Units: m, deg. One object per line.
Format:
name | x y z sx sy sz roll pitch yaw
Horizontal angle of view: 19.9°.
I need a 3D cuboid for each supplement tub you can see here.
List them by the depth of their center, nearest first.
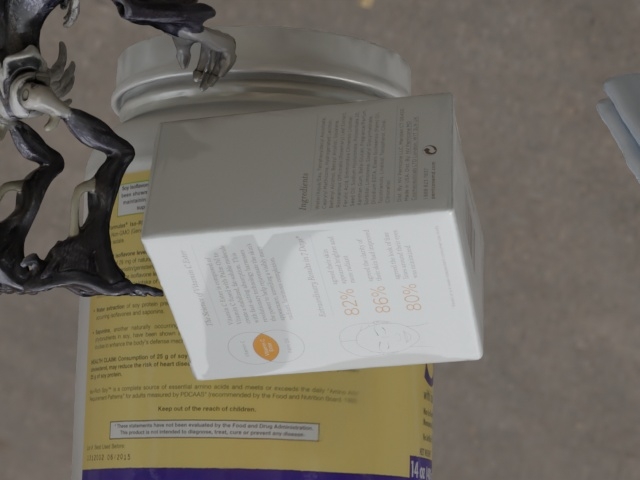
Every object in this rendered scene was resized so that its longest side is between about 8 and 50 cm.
supplement tub | -0.042 0.044 1.224 0.241 0.331 0.241 2 170 0

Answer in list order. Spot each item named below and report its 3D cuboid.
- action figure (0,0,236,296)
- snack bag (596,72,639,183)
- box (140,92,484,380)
action figure | -0.149 -0.104 1.075 0.164 0.276 0.141 -1 176 35
snack bag | 0.325 -0.027 0.827 0.342 0.323 0.037 -7 115 -3
box | 0.000 0.000 1.022 0.170 0.091 0.130 -4 138 10
